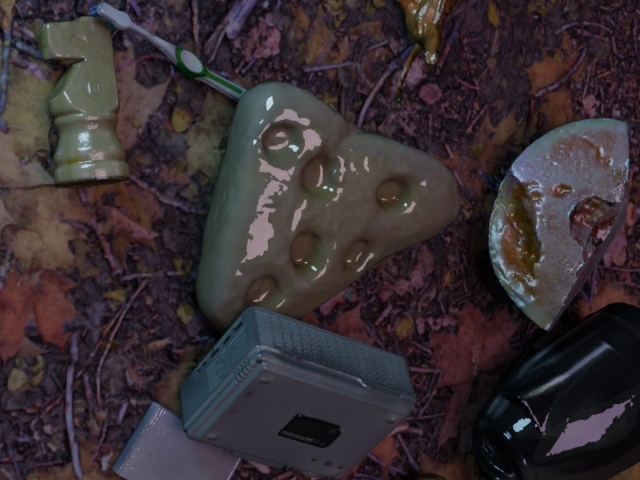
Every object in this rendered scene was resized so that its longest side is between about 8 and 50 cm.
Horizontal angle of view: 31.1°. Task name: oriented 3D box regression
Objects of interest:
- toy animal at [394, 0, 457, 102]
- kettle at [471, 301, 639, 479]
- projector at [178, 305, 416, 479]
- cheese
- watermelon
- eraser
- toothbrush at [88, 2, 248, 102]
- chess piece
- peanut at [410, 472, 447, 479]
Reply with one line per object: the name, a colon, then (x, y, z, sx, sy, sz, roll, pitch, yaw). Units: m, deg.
toy animal: (0.150, -0.306, 1.603, 0.255, 0.114, 0.116, -60, 162, -7)
kettle: (0.372, 0.291, 1.743, 0.324, 0.228, 0.321, -27, 139, -21)
projector: (-0.030, 0.208, 1.482, 0.256, 0.099, 0.192, 22, 127, -30)
cheese: (0.000, 0.000, 1.515, 0.351, 0.129, 0.328, 24, 89, -32)
watermelon: (0.350, -0.030, 1.730, 0.175, 0.188, 0.322, 32, 83, 16)
eraser: (-0.184, 0.290, 1.494, 0.150, 0.023, 0.104, 38, 76, -28)
toothbrush: (-0.158, -0.217, 1.434, 0.304, 0.030, 0.030, 27, 81, -38)
chess piece: (-0.280, -0.165, 1.363, 0.090, 0.090, 0.200, -5, 88, -31)
peanut: (0.133, 0.438, 1.640, 0.095, 0.108, 0.226, 34, 66, -21)
